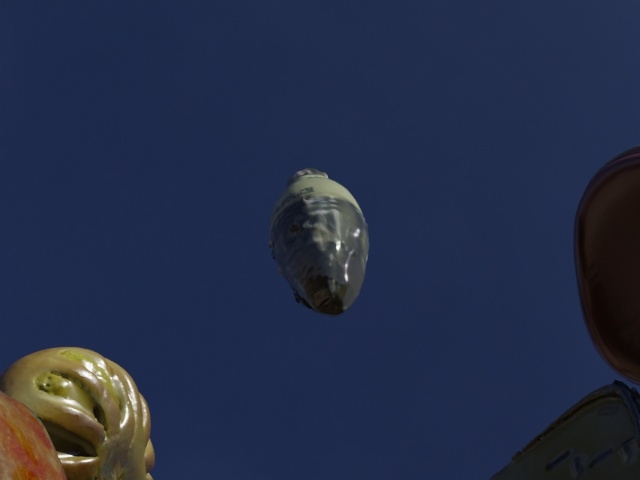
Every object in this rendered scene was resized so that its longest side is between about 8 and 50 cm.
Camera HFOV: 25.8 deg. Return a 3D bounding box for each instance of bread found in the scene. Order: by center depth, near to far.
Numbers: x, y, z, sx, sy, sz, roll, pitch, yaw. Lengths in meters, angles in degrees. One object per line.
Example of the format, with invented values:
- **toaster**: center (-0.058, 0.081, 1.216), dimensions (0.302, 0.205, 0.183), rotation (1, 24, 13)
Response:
- **bread**: center (-0.320, 0.299, 1.823), dimensions (0.160, 0.333, 0.333), rotation (4, -59, 29)

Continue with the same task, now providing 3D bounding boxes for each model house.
- **model house**: center (0.279, 0.298, 1.153), dimensions (0.205, 0.218, 0.279), rotation (-42, -72, 18)

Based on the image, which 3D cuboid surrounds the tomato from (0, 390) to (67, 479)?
- **tomato**: center (-0.299, 0.203, 1.034), dimensions (0.270, 0.223, 0.270), rotation (49, -18, 22)

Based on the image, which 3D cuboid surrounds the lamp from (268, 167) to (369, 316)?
- **lamp**: center (0.000, 0.000, 1.389), dimensions (0.101, 0.250, 0.101), rotation (-4, -59, -7)

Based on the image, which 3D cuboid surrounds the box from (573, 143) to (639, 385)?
- **box**: center (0.436, 0.012, 1.322), dimensions (0.404, 0.108, 0.263), rotation (-8, -91, 31)
